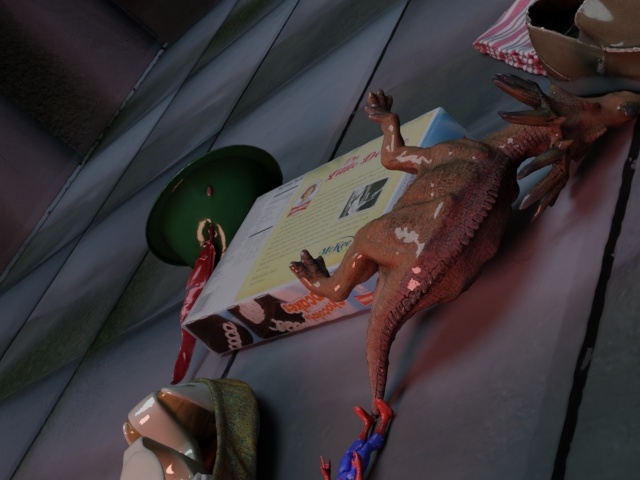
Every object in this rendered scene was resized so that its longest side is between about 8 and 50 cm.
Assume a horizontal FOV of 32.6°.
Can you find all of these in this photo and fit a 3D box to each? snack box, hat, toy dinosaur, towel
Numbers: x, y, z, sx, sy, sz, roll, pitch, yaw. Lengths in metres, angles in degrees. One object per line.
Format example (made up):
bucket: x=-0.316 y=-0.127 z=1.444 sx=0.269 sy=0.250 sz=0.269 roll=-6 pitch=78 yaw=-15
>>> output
snack box: x=0.000 y=0.000 z=1.073 sx=0.322 sy=0.060 sz=0.187 roll=-22 pitch=33 yaw=53
hat: x=-0.089 y=0.027 z=1.233 sx=0.208 sy=0.173 sz=0.183 roll=-56 pitch=49 yaw=24
toy dinosaur: x=0.101 y=-0.017 z=0.808 sx=0.200 sy=0.127 sz=0.295 roll=-1 pitch=56 yaw=56
towel: x=0.227 y=-0.232 z=1.070 sx=0.144 sy=0.029 sz=0.197 roll=-47 pitch=19 yaw=4

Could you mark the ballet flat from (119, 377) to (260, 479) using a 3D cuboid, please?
ballet flat: x=-0.110 y=0.183 z=0.885 sx=0.123 sy=0.123 sz=0.348 roll=-45 pitch=19 yaw=10

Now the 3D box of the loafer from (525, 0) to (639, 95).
loafer: x=0.237 y=-0.166 z=0.830 sx=0.094 sy=0.087 sz=0.251 roll=-55 pitch=20 yaw=-17

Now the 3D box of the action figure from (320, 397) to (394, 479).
action figure: x=0.020 y=0.164 z=0.771 sx=0.038 sy=0.030 sz=0.115 roll=-24 pitch=32 yaw=41
